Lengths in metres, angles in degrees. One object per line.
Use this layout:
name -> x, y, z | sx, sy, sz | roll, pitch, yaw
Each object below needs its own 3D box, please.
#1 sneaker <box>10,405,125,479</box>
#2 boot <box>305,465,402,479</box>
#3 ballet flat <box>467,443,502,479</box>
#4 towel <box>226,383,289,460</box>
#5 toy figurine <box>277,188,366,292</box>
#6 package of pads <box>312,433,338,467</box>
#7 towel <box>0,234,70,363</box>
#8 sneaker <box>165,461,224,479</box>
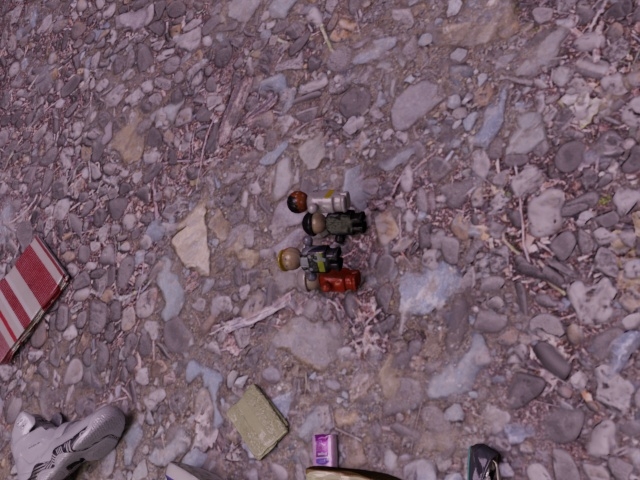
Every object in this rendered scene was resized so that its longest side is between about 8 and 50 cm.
sneaker -> -0.658, 0.490, 1.789 | 0.366, 0.137, 0.210 | -45, 59, 14
boot -> 0.067, 0.535, 1.377 | 0.213, 0.077, 0.165 | 2, 81, 18
ballet flat -> 0.291, 0.471, 1.271 | 0.074, 0.074, 0.203 | 2, 72, 31
towel -> -0.142, 0.402, 1.578 | 0.110, 0.027, 0.148 | -48, 56, 7
toy figurine -> 0.000, 0.000, 1.522 | 0.148, 0.209, 0.213 | 0, 72, 20
package of pads -> 0.010, 0.445, 1.469 | 0.050, 0.032, 0.083 | -11, 68, 24
towel -> -0.888, 0.173, 2.104 | 0.237, 0.037, 0.329 | 40, 94, 36
sneaker -> -0.247, 0.639, 1.495 | 0.322, 0.130, 0.236 | 21, 80, 29
